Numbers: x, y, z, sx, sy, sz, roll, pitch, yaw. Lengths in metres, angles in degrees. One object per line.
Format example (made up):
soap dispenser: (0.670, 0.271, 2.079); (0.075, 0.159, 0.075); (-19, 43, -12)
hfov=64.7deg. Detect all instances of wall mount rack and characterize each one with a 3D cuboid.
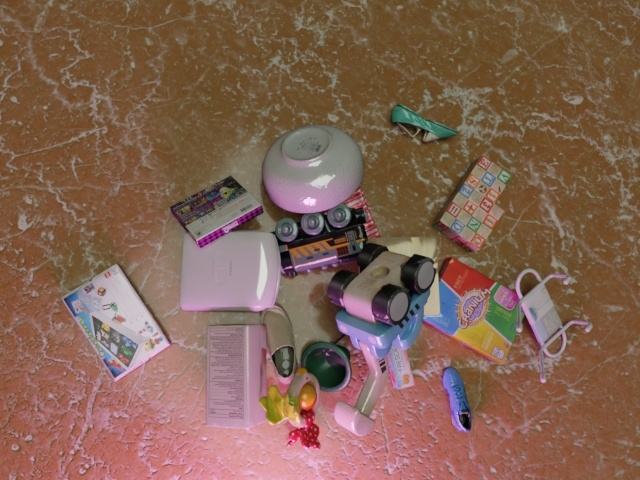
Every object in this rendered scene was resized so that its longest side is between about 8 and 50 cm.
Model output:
wall mount rack: (0.741, 0.277, 1.666); (0.304, 0.130, 0.350); (-35, 104, -20)

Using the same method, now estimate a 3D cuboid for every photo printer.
photo printer: (-0.276, 0.094, 1.577); (0.308, 0.107, 0.256); (0, 81, 10)

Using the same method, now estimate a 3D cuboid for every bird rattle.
bird rattle: (-0.051, 0.509, 1.540); (0.253, 0.143, 0.207); (52, 49, -34)

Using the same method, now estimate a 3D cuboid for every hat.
hat: (0.064, 0.372, 1.661); (0.208, 0.183, 0.173); (-34, 88, 30)

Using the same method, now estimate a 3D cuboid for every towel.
towel: (0.073, -0.100, 1.737); (0.199, 0.031, 0.275); (-21, 84, -10)

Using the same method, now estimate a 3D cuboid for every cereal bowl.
cereal bowl: (-0.033, -0.257, 1.612); (0.339, 0.141, 0.339); (-6, 50, 8)

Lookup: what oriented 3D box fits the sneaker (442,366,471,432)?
sneaker: (0.458, 0.522, 1.663); (0.069, 0.082, 0.209); (-9, 81, -7)

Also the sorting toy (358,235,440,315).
sorting toy: (0.255, 0.122, 1.675); (0.255, 0.089, 0.257); (-2, 80, 5)

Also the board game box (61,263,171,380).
board game box: (-0.630, 0.252, 1.568); (0.193, 0.053, 0.305); (-33, 87, -12)

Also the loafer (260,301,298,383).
loafer: (-0.124, 0.323, 1.607); (0.102, 0.092, 0.268); (-17, 83, -10)

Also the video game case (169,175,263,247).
video game case: (-0.330, -0.097, 1.601); (0.232, 0.042, 0.210); (-32, 49, -19)

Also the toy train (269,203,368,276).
toy train: (0.000, 0.000, 1.626); (0.334, 0.142, 0.190); (-15, 85, 10)

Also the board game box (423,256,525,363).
board game box: (0.522, 0.237, 1.726); (0.316, 0.064, 0.242); (29, 78, -3)

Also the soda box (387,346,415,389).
soda box: (0.254, 0.392, 1.666); (0.063, 0.058, 0.183); (-12, 82, -10)

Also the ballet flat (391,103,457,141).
ballet flat: (0.365, -0.403, 1.812); (0.247, 0.083, 0.087); (23, 103, -4)

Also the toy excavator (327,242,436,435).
toy excavator: (0.175, 0.296, 1.496); (0.433, 0.222, 0.445); (-41, 127, -32)

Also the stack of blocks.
stack of blocks: (0.548, -0.128, 1.778); (0.171, 0.087, 0.297); (35, 78, -1)

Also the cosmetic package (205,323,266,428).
cosmetic package: (-0.253, 0.404, 1.534); (0.153, 0.129, 0.296); (-3, 80, 21)
